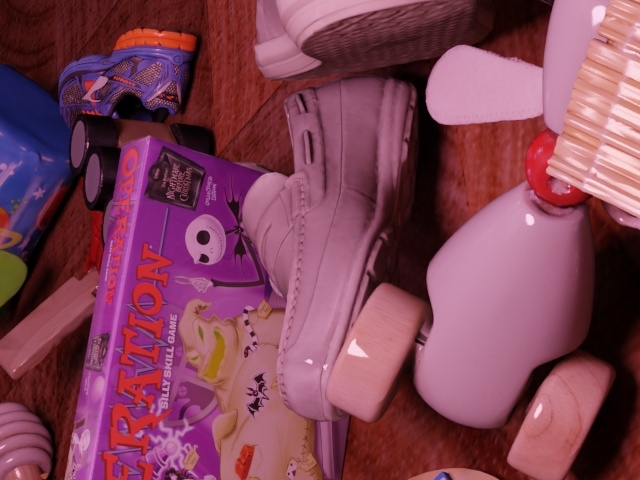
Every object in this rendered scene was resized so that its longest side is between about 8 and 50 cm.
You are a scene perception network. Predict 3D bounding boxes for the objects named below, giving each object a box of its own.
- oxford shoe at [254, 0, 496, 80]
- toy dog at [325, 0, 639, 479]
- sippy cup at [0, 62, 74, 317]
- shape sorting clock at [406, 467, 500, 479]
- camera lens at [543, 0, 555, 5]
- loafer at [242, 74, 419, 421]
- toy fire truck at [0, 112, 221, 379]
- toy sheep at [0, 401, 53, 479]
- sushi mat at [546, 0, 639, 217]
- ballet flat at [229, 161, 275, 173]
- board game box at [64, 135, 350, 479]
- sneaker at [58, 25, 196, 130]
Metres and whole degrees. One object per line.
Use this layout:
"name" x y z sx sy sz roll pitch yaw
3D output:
"oxford shoe" 0.028 -0.181 1.263 0.449 0.169 0.130 88 168 -88
"toy dog" 0.136 -0.013 1.117 0.333 0.220 0.161 -46 6 30
"sippy cup" -0.372 -0.062 2.006 0.305 0.240 0.224 47 112 14
"shape sorting clock" 0.059 0.239 1.208 0.206 0.040 0.206 -34 34 27
"camera lens" 0.181 -0.283 1.103 0.219 0.219 0.274 -43 41 44
"loafer" 0.000 0.000 1.308 0.319 0.111 0.112 -77 -14 -51
"toy fire truck" -0.185 0.034 1.697 0.217 0.158 0.246 -121 41 -53
"toy sheep" -0.304 0.204 1.870 0.091 0.091 0.132 -56 51 30
"sushi mat" 0.260 -0.039 0.889 0.316 0.019 0.151 29 102 31
"ballet flat" -0.083 0.131 1.485 0.139 0.139 0.400 -2 73 61
"board game box" -0.073 0.119 1.368 0.056 0.208 0.346 -15 64 58
"sneaker" -0.196 -0.138 1.859 0.221 0.083 0.087 -25 60 57
